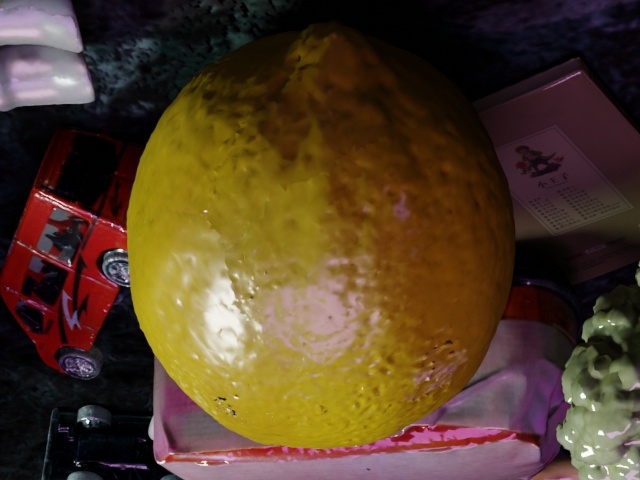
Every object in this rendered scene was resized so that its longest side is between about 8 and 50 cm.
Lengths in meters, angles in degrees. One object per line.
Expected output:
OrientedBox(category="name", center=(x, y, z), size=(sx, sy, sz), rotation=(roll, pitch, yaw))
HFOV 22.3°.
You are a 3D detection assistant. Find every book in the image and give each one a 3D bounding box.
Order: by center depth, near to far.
OrientedBox(category="book", center=(0.158, -0.037, 1.069), size=(0.138, 0.016, 0.199), rotation=(-22, 138, 29))

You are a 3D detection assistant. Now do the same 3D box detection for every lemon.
OrientedBox(category="lemon", center=(0.000, 0.003, 0.949), size=(0.236, 0.236, 0.263), rotation=(-13, 144, 19))

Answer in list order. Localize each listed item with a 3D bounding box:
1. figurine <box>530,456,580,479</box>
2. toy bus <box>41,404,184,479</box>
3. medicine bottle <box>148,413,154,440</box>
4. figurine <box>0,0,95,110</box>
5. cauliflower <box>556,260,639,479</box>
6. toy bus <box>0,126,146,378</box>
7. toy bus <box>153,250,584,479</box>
OrientedBox(category="figurine", center=(0.132, 0.208, 1.295), size=(0.116, 0.174, 0.240), rotation=(22, 153, -38))
OrientedBox(category="toy bus", center=(-0.142, 0.192, 1.339), size=(0.160, 0.079, 0.092), rotation=(2, 143, 0))
OrientedBox(category="medicine bottle", center=(-0.018, 0.164, 1.260), size=(0.221, 0.092, 0.061), rotation=(28, 175, 8))
OrientedBox(category="figurine", center=(-0.324, -0.073, 0.925), size=(0.382, 0.205, 0.224), rotation=(-8, 147, -21))
OrientedBox(category="cauliflower", center=(0.312, 0.112, 1.061), size=(0.327, 0.260, 0.281), rotation=(-2, 144, 2))
OrientedBox(category="toy bus", center=(-0.165, 0.012, 1.098), size=(0.089, 0.081, 0.195), rotation=(21, 141, -9))
OrientedBox(category="toy bus", center=(0.033, 0.101, 1.149), size=(0.303, 0.147, 0.127), rotation=(-5, 151, 16))
